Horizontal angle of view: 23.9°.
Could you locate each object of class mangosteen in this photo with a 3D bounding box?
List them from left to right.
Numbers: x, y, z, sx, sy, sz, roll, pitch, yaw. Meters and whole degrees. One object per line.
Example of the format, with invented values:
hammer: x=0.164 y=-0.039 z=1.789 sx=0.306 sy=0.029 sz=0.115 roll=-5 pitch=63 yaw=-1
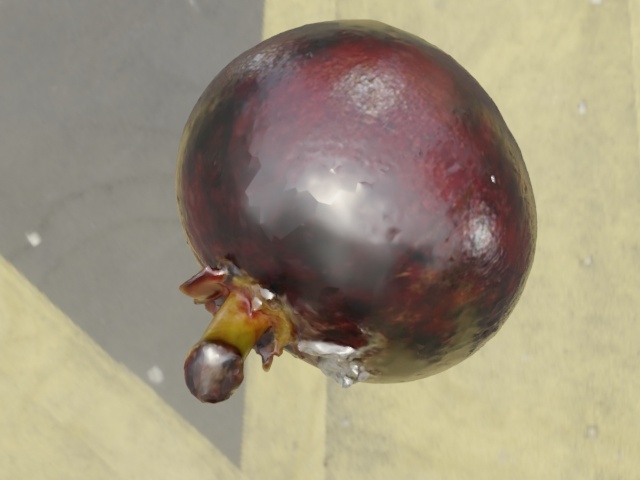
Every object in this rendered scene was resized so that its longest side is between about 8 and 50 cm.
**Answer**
mangosteen: x=0.000 y=0.000 z=0.924 sx=0.235 sy=0.235 sz=0.261 roll=32 pitch=63 yaw=23
